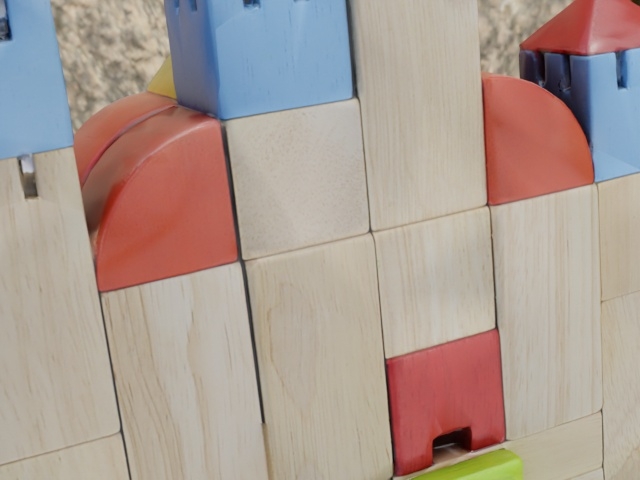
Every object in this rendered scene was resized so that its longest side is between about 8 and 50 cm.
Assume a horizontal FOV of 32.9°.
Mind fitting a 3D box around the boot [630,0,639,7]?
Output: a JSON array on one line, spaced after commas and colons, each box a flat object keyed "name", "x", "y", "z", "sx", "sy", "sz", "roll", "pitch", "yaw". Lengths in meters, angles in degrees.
[{"name": "boot", "x": 0.152, "y": -0.030, "z": 0.647, "sx": 0.089, "sy": 0.269, "sz": 0.236, "roll": 11, "pitch": 74, "yaw": 7}]

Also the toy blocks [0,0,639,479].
[{"name": "toy blocks", "x": 0.000, "y": 0.000, "z": 0.419, "sx": 0.381, "sy": 0.190, "sz": 0.261, "roll": -12, "pitch": 107, "yaw": -22}]
